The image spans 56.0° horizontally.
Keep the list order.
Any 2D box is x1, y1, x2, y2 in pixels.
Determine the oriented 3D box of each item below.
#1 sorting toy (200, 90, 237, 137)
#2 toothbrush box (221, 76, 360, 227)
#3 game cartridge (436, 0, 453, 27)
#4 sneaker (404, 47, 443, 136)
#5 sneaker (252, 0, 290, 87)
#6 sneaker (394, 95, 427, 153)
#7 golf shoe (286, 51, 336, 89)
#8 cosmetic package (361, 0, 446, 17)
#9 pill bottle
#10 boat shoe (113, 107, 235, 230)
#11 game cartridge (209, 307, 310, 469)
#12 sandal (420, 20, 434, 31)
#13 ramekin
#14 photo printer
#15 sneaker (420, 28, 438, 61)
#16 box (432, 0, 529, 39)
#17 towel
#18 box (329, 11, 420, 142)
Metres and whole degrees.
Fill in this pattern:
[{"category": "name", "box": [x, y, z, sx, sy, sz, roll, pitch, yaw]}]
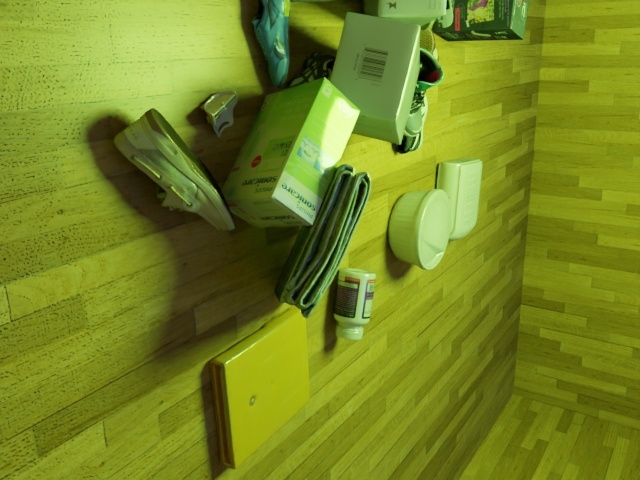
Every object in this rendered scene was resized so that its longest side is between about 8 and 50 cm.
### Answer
[{"category": "sorting toy", "box": [-0.201, -0.250, 1.212, 0.083, 0.045, 0.075, -55, 147, -34]}, {"category": "toothbrush box", "box": [-0.068, -0.177, 1.261, 0.122, 0.206, 0.283, 34, 69, -35]}, {"category": "game cartridge", "box": [0.347, -0.824, 1.816, 0.297, 0.062, 0.198, 67, 20, -44]}, {"category": "sneaker", "box": [0.277, -0.433, 1.730, 0.124, 0.178, 0.295, -37, 120, -24]}, {"category": "sneaker", "box": [-0.112, -0.434, 1.290, 0.082, 0.069, 0.209, -10, 121, -22]}, {"category": "sneaker", "box": [0.275, -0.377, 1.882, 0.121, 0.079, 0.216, -31, 124, -49]}, {"category": "golf shoe", "box": [-0.014, -0.368, 1.421, 0.198, 0.094, 0.077, -65, 146, -20]}, {"category": "cosmetic package", "box": [0.191, -0.628, 1.441, 0.385, 0.156, 0.217, -100, -170, -73]}, {"category": "pill bottle", "box": [0.094, 0.181, 1.730, 0.108, 0.108, 0.193, 1, 98, -58]}, {"category": "boat shoe", "box": [-0.261, -0.108, 1.116, 0.098, 0.109, 0.302, -33, 139, 2]}, {"category": "game cartridge", "box": [-0.136, 0.349, 1.479, 0.324, 0.053, 0.285, -29, 122, -54]}, {"category": "sandal", "box": [0.271, -0.740, 1.748, 0.086, 0.120, 0.302, -45, 136, -23]}, {"category": "ramekin", "box": [0.330, -0.042, 2.018, 0.273, 0.127, 0.272, -22, 116, -54]}, {"category": "photo printer", "box": [0.530, -0.156, 2.316, 0.256, 0.107, 0.307, -19, 115, -54]}, {"category": "sneaker", "box": [0.345, -0.609, 1.949, 0.084, 0.070, 0.185, -59, 149, -44]}, {"category": "box", "box": [0.532, -0.751, 2.000, 0.165, 0.270, 0.143, -7, 105, -57]}, {"category": "towel", "box": [0.000, 0.000, 1.348, 0.320, 0.090, 0.374, -65, -174, -3]}, {"category": "box", "box": [0.136, -0.377, 1.458, 0.345, 0.168, 0.215, 0, 104, -81]}]
